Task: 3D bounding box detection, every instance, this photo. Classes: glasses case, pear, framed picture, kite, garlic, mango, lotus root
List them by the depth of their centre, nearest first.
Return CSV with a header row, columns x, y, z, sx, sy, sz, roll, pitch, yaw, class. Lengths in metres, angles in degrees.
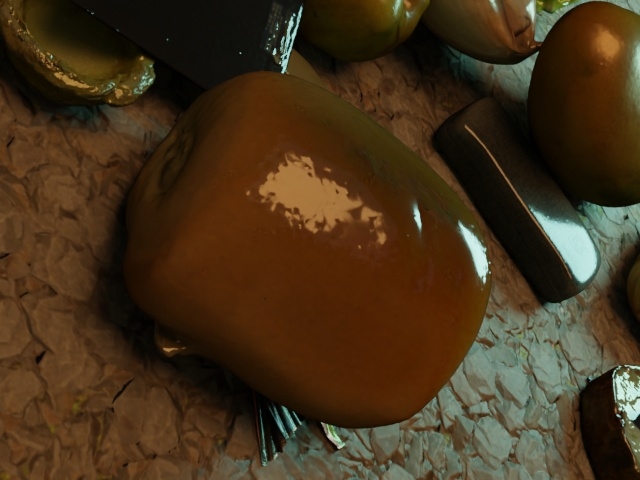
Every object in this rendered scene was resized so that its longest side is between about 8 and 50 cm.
x,y,z,sx,sy,sz,roll,pitch,yaw,class
-0.021,0.160,1.389,0.183,0.014,0.241,56,38,-4,kite
-0.131,-0.309,1.395,0.339,0.014,0.255,30,70,-48,framed picture
0.047,-0.338,1.646,0.200,0.200,0.200,25,50,-34,pear
0.456,0.268,1.769,0.170,0.074,0.260,36,44,-21,lotus root
0.224,-0.399,1.802,0.249,0.286,0.313,-15,111,-16,garlic
0.299,-0.063,1.813,0.323,0.074,0.131,55,41,-4,glasses case
0.453,-0.212,1.881,0.300,0.232,0.446,-64,149,-3,mango

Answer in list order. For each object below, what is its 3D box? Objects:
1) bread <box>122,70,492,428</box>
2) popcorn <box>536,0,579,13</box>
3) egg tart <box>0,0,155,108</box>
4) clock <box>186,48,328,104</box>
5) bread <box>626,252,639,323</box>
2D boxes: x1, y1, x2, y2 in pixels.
x,y,z,sx,sy,sz,roll,pitch,yaw,class
0.000,0.000,1.317,0.376,0.253,0.348,39,34,-22,bread
0.378,-0.505,2.076,0.259,0.212,0.259,18,24,-8,popcorn
-0.273,-0.220,1.320,0.197,0.078,0.197,26,48,-33,egg tart
-0.070,-0.169,1.540,0.235,0.029,0.235,24,49,-32,clock
0.600,0.058,2.009,0.173,0.121,0.311,56,39,-8,bread
